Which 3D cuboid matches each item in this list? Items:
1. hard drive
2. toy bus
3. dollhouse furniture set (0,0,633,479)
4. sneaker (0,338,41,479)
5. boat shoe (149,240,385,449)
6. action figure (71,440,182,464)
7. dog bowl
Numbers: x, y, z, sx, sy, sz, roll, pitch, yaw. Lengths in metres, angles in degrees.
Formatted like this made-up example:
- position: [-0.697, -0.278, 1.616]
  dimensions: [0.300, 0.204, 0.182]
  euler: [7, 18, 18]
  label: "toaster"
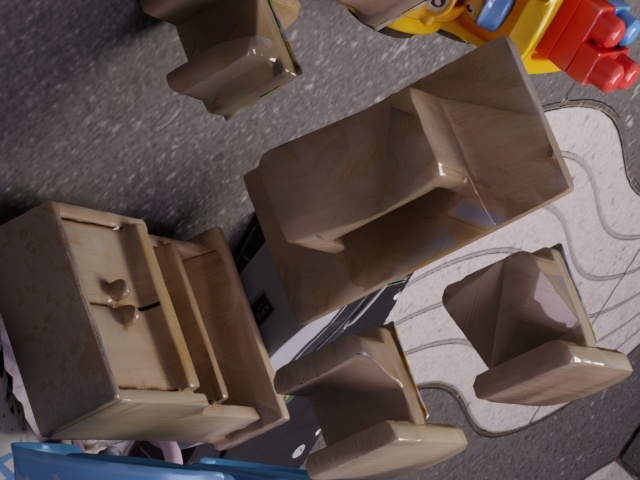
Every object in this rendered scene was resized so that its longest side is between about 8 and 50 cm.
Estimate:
- position: [-0.040, 0.108, 1.872]
  dimensions: [0.237, 0.064, 0.339]
  euler: [-14, 139, -54]
  label: "hard drive"
- position: [0.151, -0.193, 1.571]
  dimensions: [0.220, 0.211, 0.149]
  euler: [-10, 137, -54]
  label: "toy bus"
- position: [0.000, 0.000, 1.440]
  dimensions: [0.394, 0.362, 0.256]
  euler: [-27, 163, 22]
  label: "dollhouse furniture set"
- position: [-0.243, 0.106, 1.400]
  dimensions: [0.086, 0.085, 0.237]
  euler: [-25, 133, 6]
  label: "sneaker"
- position: [-0.044, 0.073, 1.669]
  dimensions: [0.105, 0.113, 0.306]
  euler: [-3, 143, -46]
  label: "boat shoe"
- position: [-0.241, 0.342, 1.643]
  dimensions: [0.370, 0.248, 0.276]
  euler: [-34, 152, -37]
  label: "action figure"
- position: [-0.080, 0.190, 1.380]
  dimensions: [0.297, 0.166, 0.074]
  euler: [12, 84, -41]
  label: "dog bowl"
